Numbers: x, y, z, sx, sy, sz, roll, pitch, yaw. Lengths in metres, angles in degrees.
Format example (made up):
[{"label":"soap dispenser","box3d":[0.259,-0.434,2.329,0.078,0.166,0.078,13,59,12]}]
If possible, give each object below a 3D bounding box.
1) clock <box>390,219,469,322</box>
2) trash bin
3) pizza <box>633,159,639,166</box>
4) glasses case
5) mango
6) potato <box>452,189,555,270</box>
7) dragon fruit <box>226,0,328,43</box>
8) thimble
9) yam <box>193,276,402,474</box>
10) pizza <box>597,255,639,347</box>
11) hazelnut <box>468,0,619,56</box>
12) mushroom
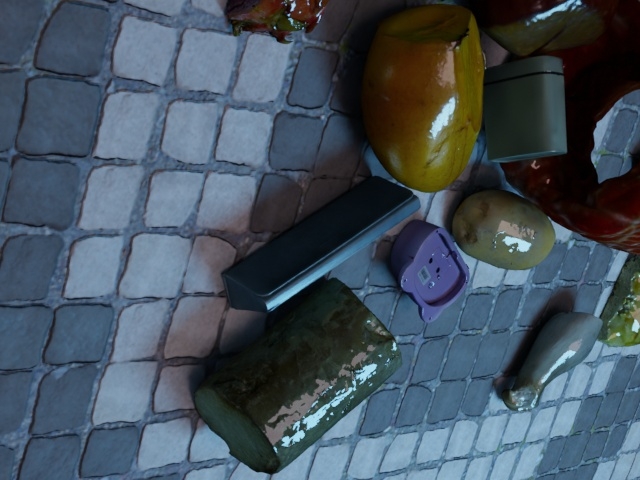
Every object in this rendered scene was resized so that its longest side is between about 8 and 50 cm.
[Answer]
[{"label":"clock","box3d":[0.154,0.045,1.547,0.110,0.050,0.152,-49,137,-13]},{"label":"trash bin","box3d":[0.279,-0.178,1.432,0.059,0.116,0.130,0,86,-42]},{"label":"pizza","box3d":[0.695,-0.087,1.921,0.305,0.085,0.161,14,109,-27]},{"label":"glasses case","box3d":[0.000,0.000,1.353,0.266,0.105,0.056,-34,106,-27]},{"label":"mango","box3d":[0.134,-0.166,1.354,0.187,0.138,0.257,-42,142,-46]},{"label":"potato","box3d":[0.278,-0.016,1.595,0.178,0.118,0.109,20,62,-35]},{"label":"dragon fruit","box3d":[-0.027,-0.281,1.158,0.102,0.096,0.147,1,113,-48]},{"label":"thimble","box3d":[0.441,-0.165,1.508,0.231,0.350,0.350,18,99,-51]},{"label":"yam","box3d":[-0.020,0.174,1.373,0.268,0.161,0.161,-37,133,-22]},{"label":"pizza","box3d":[0.633,0.140,2.049,0.204,0.081,0.188,25,94,-49]},{"label":"hazelnut","box3d":[0.296,-0.355,1.389,0.212,0.181,0.181,3,147,-33]},{"label":"mushroom","box3d":[0.412,0.215,1.864,0.225,0.093,0.116,-50,158,-19]}]
